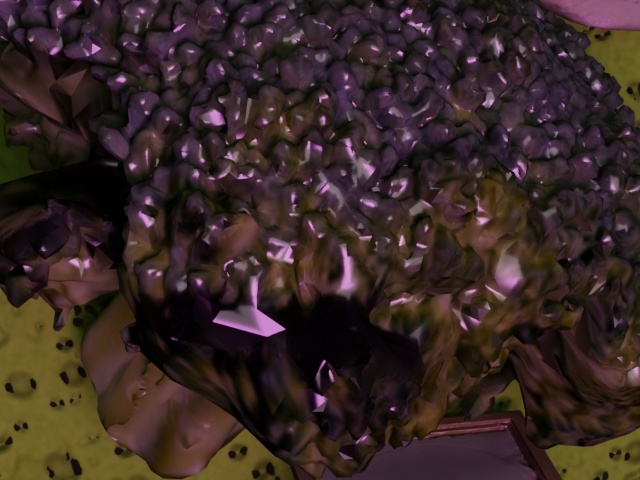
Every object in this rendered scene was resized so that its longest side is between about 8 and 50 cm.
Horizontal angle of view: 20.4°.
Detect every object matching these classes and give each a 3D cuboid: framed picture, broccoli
[{"bbox_3d":[0.065,0.143,0.886,0.136,0.201,0.010,-4,115,-11],"label":"framed picture"},{"bbox_3d":[0.002,-0.017,0.835,0.317,0.338,0.277,-26,71,11],"label":"broccoli"}]

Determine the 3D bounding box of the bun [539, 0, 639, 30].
[{"bbox_3d":[0.148,-0.195,0.939,0.183,0.102,0.183,1,88,-24],"label":"bun"}]
